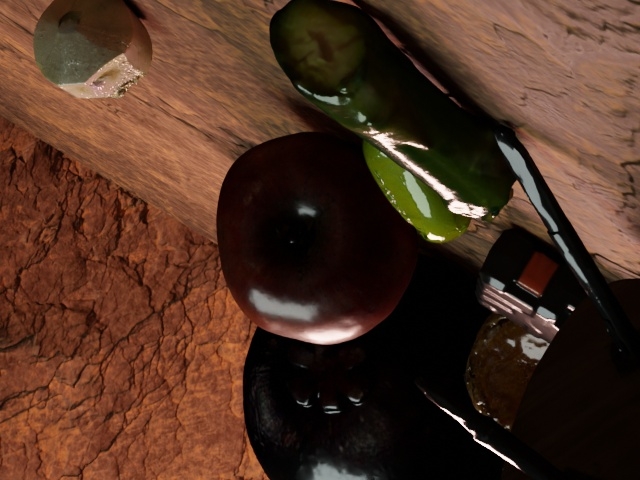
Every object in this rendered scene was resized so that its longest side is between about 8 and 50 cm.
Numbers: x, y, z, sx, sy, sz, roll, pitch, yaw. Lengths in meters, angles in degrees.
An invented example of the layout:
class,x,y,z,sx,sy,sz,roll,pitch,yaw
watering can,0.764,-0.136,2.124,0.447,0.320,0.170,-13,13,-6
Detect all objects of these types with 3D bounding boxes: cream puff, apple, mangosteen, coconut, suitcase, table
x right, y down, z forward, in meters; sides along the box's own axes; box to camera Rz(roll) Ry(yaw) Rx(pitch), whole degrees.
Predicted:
class,x,y,z,sx,sy,sz,roll,pitch,yaw
cream puff,0.273,0.149,2.144,0.183,0.183,0.169,30,-164,24
apple,0.000,0.002,1.974,0.234,0.234,0.234,32,174,4
mangosteen,0.104,0.206,2.405,0.382,0.382,0.435,29,-179,32
coconut,-0.244,-0.210,1.996,0.116,0.116,0.122,30,178,20
suitcase,0.293,0.095,1.927,0.285,0.066,0.206,31,174,7
table,0.216,0.065,1.466,0.317,0.317,0.249,25,158,48

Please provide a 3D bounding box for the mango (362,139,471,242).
class,x,y,z,sx,sy,sz,roll,pitch,yaw
mango,0.093,-0.062,1.684,0.091,0.074,0.165,35,164,37

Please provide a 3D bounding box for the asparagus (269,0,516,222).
class,x,y,z,sx,sy,sz,roll,pitch,yaw
asparagus,0.081,-0.087,1.497,0.085,0.082,0.343,21,169,44
